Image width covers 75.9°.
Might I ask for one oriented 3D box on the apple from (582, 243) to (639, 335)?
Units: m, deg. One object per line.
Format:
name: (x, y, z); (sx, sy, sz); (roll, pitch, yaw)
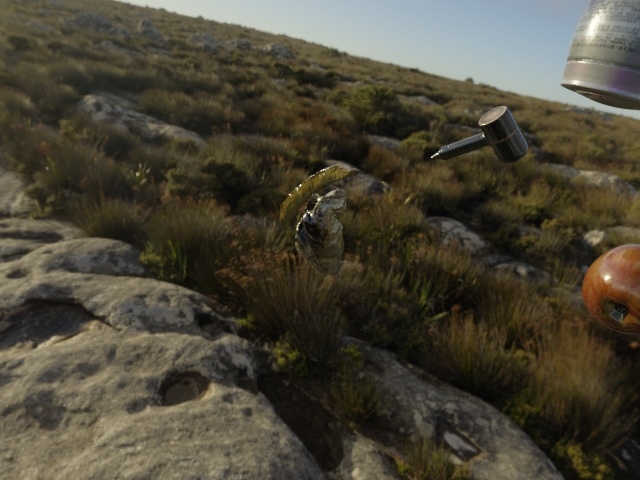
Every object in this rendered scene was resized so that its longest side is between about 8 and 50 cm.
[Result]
apple: (0.673, 0.107, 0.880); (0.174, 0.188, 0.188); (-34, 47, -28)

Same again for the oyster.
oyster: (-0.008, -0.014, 0.943); (0.161, 0.233, 0.107); (38, 46, 15)

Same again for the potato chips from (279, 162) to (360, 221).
potato chips: (-0.016, -0.153, 1.210); (0.057, 0.080, 0.407); (-8, -11, -35)

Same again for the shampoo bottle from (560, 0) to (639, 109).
shampoo bottle: (0.704, -0.433, 0.906); (0.273, 0.266, 0.273); (13, 25, -6)

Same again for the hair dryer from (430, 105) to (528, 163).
hair dryer: (0.575, -0.350, 1.549); (0.352, 0.189, 0.107); (-13, 34, 51)
